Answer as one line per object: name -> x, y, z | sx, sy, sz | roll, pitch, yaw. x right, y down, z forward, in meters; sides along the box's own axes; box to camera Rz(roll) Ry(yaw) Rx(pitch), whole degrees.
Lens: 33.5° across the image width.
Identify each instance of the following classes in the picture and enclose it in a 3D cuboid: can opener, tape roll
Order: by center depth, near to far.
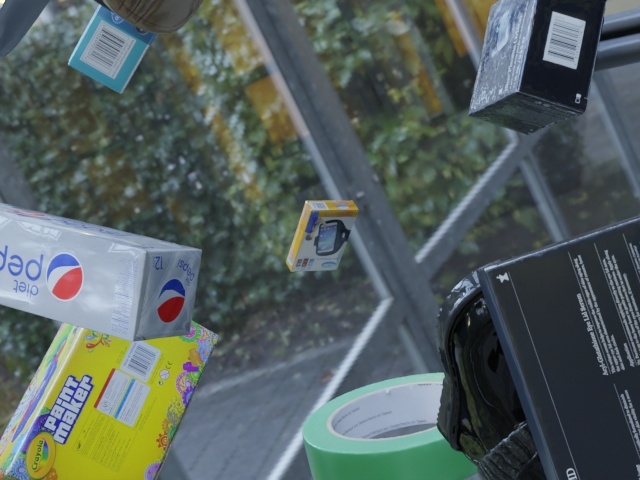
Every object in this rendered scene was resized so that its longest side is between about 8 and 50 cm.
can opener -> 0.475, -0.291, 1.383 | 0.280, 0.074, 0.093 | -14, -25, 2
tape roll -> 0.134, 0.300, 1.678 | 0.321, 0.077, 0.321 | -13, 9, 2

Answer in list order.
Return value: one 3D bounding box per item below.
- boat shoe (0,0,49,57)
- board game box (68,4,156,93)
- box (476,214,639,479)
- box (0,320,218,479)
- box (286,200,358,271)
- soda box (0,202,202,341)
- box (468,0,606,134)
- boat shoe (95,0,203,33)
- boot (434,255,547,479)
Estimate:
boat shoe -> -0.229, -0.295, 0.884 | 0.306, 0.105, 0.113 | -59, 1, -12
board game box -> -0.237, -0.351, 1.443 | 0.254, 0.079, 0.336 | -57, 16, 10
box -> 0.277, 0.121, 1.002 | 0.184, 0.261, 0.103 | -18, -3, 0
box -> -0.316, 0.245, 1.481 | 0.279, 0.177, 0.290 | -34, 29, 59
box -> 0.000, 0.000, 1.621 | 0.081, 0.136, 0.028 | -2, 38, -27
soda box -> -0.266, 0.026, 1.082 | 0.286, 0.091, 0.098 | 12, 6, 27
box -> 0.264, -0.226, 1.305 | 0.093, 0.156, 0.158 | 14, -8, -12
boat shoe -> -0.159, -0.222, 0.685 | 0.103, 0.092, 0.285 | -60, -22, 3
boot -> 0.251, 0.207, 1.200 | 0.131, 0.348, 0.260 | -23, 47, -15
